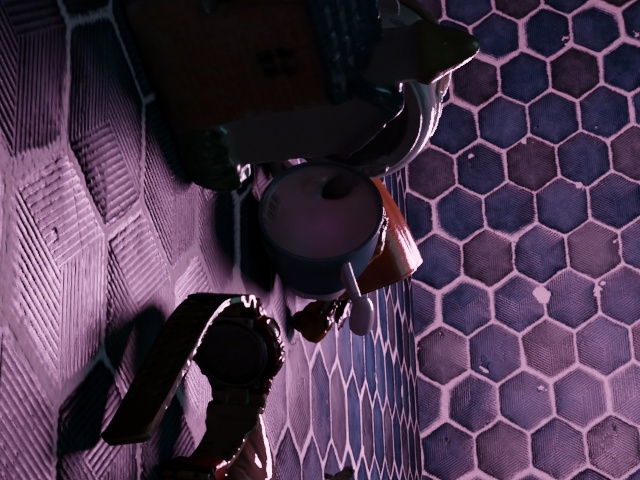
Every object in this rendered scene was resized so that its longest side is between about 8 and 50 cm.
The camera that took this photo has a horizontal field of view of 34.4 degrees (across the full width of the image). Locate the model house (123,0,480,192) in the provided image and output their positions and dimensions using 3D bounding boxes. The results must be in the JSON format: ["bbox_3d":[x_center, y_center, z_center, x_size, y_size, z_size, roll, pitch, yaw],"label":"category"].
[{"bbox_3d":[0.002,-0.209,1.073,0.267,0.325,0.194,75,17,-45],"label":"model house"}]

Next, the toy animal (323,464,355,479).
[{"bbox_3d":[0.005,0.435,1.491,0.176,0.074,0.216,44,47,-75],"label":"toy animal"}]

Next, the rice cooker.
[{"bbox_3d":[0.071,-0.251,1.643,0.316,0.264,0.316,7,90,-83],"label":"rice cooker"}]

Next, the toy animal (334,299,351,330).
[{"bbox_3d":[0.038,0.082,1.892,0.105,0.070,0.202,54,33,-46],"label":"toy animal"}]

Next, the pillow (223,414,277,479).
[{"bbox_3d":[-0.081,0.325,1.041,0.236,0.084,0.223,-71,156,-60],"label":"pillow"}]

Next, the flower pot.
[{"bbox_3d":[0.052,-0.013,1.690,0.190,0.191,0.173,-56,126,-73],"label":"flower pot"}]

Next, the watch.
[{"bbox_3d":[-0.115,0.150,0.963,0.268,0.102,0.164,-63,149,-56],"label":"watch"}]

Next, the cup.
[{"bbox_3d":[0.000,0.000,1.430,0.173,0.168,0.299,91,-24,-60],"label":"cup"}]

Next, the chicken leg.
[{"bbox_3d":[0.027,0.035,1.569,0.251,0.107,0.087,-67,162,2],"label":"chicken leg"}]
